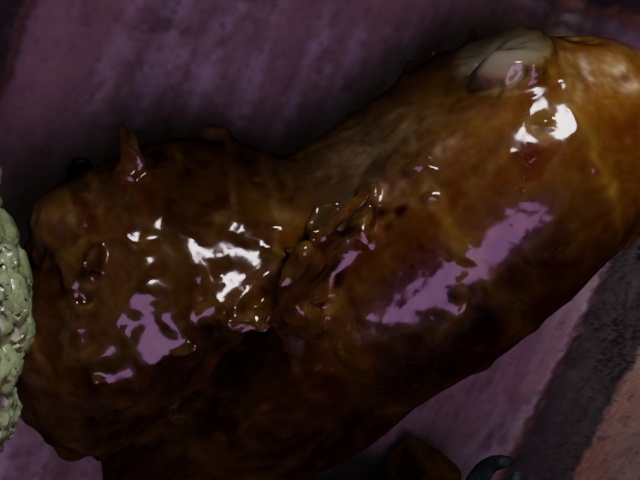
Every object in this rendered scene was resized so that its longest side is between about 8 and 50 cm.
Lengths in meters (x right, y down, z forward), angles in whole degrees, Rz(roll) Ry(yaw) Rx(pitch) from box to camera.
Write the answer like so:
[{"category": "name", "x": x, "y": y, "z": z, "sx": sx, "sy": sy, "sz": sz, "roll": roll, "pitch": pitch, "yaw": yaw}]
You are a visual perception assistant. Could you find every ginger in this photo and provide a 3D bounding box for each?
[{"category": "ginger", "x": 0.000, "y": 0.000, "z": 0.921, "sx": 0.418, "sy": 0.176, "sz": 0.254, "roll": -32, "pitch": 127, "yaw": 11}]

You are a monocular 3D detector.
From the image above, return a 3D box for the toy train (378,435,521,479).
[{"category": "toy train", "x": 0.022, "y": 0.316, "z": 1.106, "sx": 0.249, "sy": 0.178, "sz": 0.429, "roll": 27, "pitch": 108, "yaw": -37}]

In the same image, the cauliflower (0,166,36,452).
[{"category": "cauliflower", "x": -0.281, "y": 0.025, "z": 0.813, "sx": 0.275, "sy": 0.250, "sz": 0.272, "roll": 5, "pitch": 120, "yaw": 21}]
